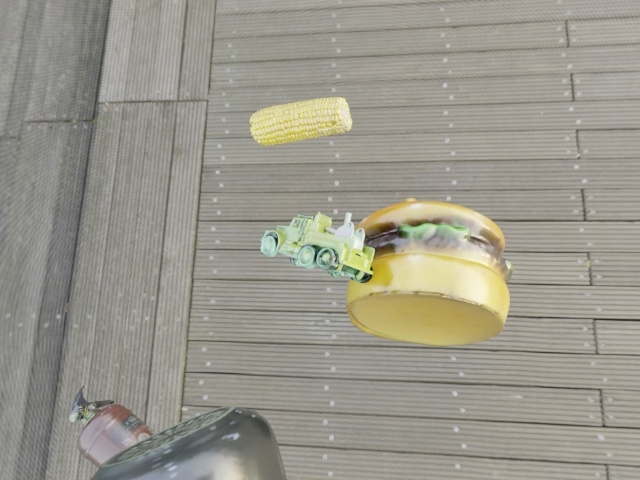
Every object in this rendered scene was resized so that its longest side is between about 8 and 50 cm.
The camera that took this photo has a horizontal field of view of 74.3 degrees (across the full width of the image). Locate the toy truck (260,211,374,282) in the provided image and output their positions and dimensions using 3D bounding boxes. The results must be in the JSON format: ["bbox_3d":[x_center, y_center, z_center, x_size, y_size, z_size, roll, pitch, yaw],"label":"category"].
[{"bbox_3d":[-0.003,0.002,0.925,0.260,0.128,0.135,6,79,43],"label":"toy truck"}]

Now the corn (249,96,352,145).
[{"bbox_3d":[-0.050,-0.286,1.016,0.244,0.093,0.093,-5,78,14],"label":"corn"}]

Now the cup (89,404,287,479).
[{"bbox_3d":[-0.125,0.257,0.351,0.223,0.169,0.176,-16,82,-34],"label":"cup"}]

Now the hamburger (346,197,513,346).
[{"bbox_3d":[0.259,0.070,1.018,0.396,0.395,0.277,6,62,7],"label":"hamburger"}]

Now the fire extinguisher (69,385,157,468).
[{"bbox_3d":[-0.355,0.392,0.802,0.344,0.138,0.102,34,87,11],"label":"fire extinguisher"}]
